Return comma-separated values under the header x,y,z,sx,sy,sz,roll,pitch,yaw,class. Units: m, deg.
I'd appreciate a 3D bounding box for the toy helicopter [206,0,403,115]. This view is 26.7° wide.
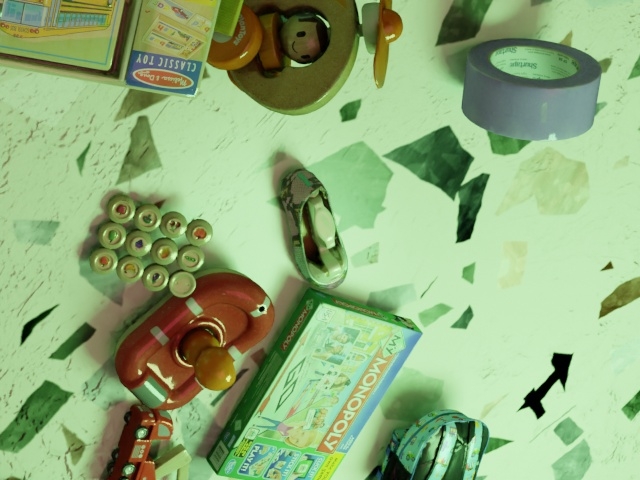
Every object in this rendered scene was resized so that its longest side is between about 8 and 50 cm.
x,y,z,sx,sy,sz,roll,pitch,yaw,class
0.017,-0.318,1.644,0.355,0.235,0.140,-67,159,-4,toy helicopter

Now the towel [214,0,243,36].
x,y,z,sx,sy,sz,roll,pitch,yaw,class
-0.112,-0.367,1.579,0.021,0.102,0.237,-5,115,-67,towel

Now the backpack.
x,y,z,sx,sy,sz,roll,pitch,yaw,class
0.188,0.347,2.199,0.158,0.117,0.173,1,117,-33,backpack

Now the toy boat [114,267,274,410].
x,y,z,sx,sy,sz,roll,pitch,yaw,class
-0.158,0.150,1.840,0.231,0.151,0.151,-42,131,-4,toy boat

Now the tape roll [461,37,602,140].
x,y,z,sx,sy,sz,roll,pitch,yaw,class
0.294,-0.213,1.886,0.189,0.189,0.080,-12,122,-26,tape roll

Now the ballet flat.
x,y,z,sx,sy,sz,roll,pitch,yaw,class
0.000,0.000,1.899,0.077,0.079,0.221,-27,128,-14,ballet flat

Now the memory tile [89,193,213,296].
x,y,z,sx,sy,sz,roll,pitch,yaw,class
-0.222,0.009,1.774,0.148,0.012,0.113,17,102,-21,memory tile

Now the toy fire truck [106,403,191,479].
x,y,z,sx,sy,sz,roll,pitch,yaw,class
-0.238,0.328,1.964,0.135,0.047,0.192,7,112,-36,toy fire truck

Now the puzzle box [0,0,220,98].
x,y,z,sx,sy,sz,roll,pitch,yaw,class
-0.303,-0.317,1.477,0.409,0.052,0.272,7,114,-20,puzzle box

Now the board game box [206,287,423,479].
x,y,z,sx,sy,sz,roll,pitch,yaw,class
-0.008,0.235,2.045,0.213,0.046,0.317,19,109,-37,board game box
